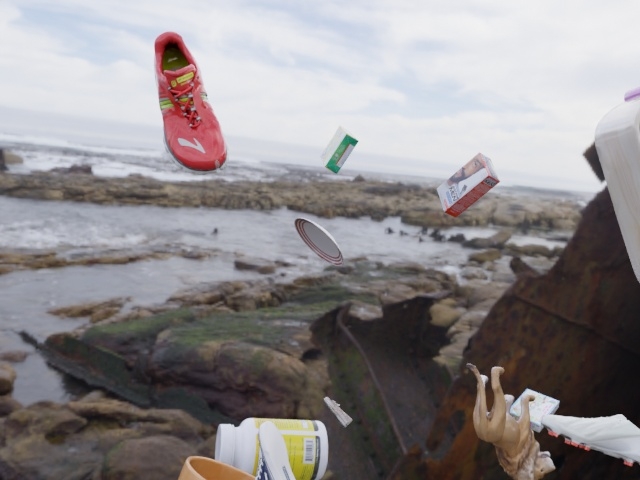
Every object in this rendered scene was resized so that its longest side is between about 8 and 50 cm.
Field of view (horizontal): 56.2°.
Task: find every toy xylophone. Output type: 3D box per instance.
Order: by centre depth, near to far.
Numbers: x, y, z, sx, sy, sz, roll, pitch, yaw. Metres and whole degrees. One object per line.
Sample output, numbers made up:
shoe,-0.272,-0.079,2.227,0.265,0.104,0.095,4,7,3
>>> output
toy xylophone,0.455,-0.046,0.766,0.081,0.322,0.236,-18,11,3

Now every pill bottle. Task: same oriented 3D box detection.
pill bottle,-0.158,0.659,1.895,0.334,0.187,0.188,7,6,-14

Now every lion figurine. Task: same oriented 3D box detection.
lion figurine,0.495,0.509,1.635,0.392,0.240,0.142,35,-32,-31

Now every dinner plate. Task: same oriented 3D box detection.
dinner plate,0.000,0.000,1.288,0.017,0.141,0.141,-45,31,-21

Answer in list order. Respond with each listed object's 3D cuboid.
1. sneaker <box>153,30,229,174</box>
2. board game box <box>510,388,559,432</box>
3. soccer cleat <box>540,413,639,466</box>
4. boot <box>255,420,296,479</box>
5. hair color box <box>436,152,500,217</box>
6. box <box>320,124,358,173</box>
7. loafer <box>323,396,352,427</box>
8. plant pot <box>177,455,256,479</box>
sneaker,-0.237,-0.239,1.032,0.107,0.279,0.118,-19,-20,-13
board game box,0.643,0.511,1.814,0.103,0.026,0.154,17,26,38
soccer cleat,0.475,0.323,1.012,0.196,0.076,0.068,17,-11,13
boot,-0.111,0.487,1.270,0.086,0.190,0.069,-29,-19,24
hair color box,0.406,-0.152,1.659,0.053,0.167,0.093,22,42,-32
box,0.046,-0.246,1.601,0.043,0.105,0.179,30,14,-16
loafer,0.062,0.603,2.130,0.039,0.125,0.045,-35,-21,-14
plant pot,-0.210,0.634,1.315,0.291,0.203,0.291,26,-12,6
